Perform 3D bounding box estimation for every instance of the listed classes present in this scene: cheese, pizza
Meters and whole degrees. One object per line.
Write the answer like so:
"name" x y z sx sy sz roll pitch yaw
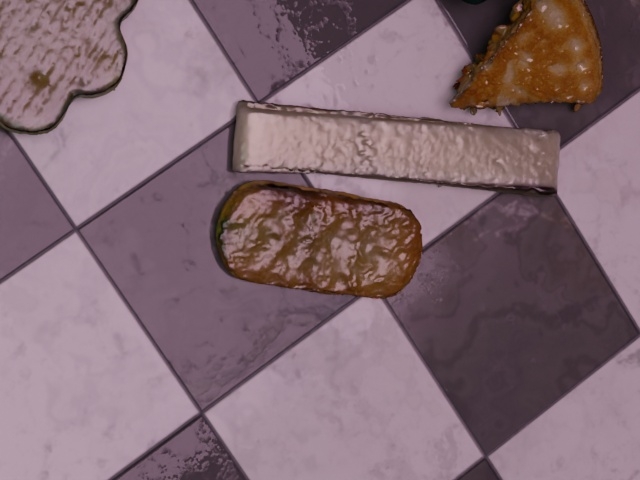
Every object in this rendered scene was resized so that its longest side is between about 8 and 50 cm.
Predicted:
"cheese" 0.094 -0.105 1.874 0.400 0.034 0.085 3 86 -18
"pizza" 0.231 -0.209 1.896 0.199 0.062 0.188 -26 123 -7

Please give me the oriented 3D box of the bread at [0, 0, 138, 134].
"bread" -0.300 -0.227 1.729 0.207 0.056 0.286 38 80 -12

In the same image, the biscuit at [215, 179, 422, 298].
"biscuit" 0.000 0.000 1.848 0.247 0.029 0.118 9 95 -18

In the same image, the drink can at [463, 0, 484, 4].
"drink can" 0.226 -0.362 1.864 0.205 0.118 0.118 -30 100 -14
